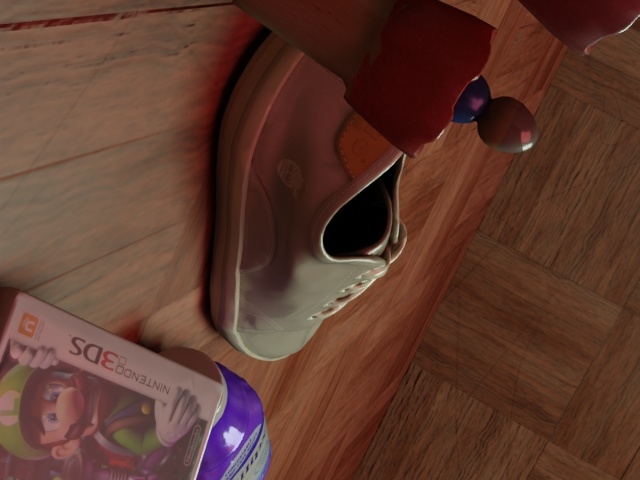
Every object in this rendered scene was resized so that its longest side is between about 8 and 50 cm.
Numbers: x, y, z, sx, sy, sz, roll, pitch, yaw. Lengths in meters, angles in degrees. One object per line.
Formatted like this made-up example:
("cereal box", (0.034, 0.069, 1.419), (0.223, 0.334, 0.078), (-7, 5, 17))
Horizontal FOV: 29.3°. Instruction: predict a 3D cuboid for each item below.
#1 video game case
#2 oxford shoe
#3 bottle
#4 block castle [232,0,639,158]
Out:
("video game case", (-0.140, 0.144, 0.674), (0.173, 0.022, 0.190), (33, 68, -46))
("oxford shoe", (0.000, 0.000, 0.980), (0.169, 0.130, 0.449), (-57, 169, -25))
("bottle", (-0.100, 0.163, 1.010), (0.118, 0.092, 0.283), (-55, 167, -20))
("block castle", (0.156, -0.272, 0.604), (0.453, 0.212, 0.303), (-58, -172, -14))
